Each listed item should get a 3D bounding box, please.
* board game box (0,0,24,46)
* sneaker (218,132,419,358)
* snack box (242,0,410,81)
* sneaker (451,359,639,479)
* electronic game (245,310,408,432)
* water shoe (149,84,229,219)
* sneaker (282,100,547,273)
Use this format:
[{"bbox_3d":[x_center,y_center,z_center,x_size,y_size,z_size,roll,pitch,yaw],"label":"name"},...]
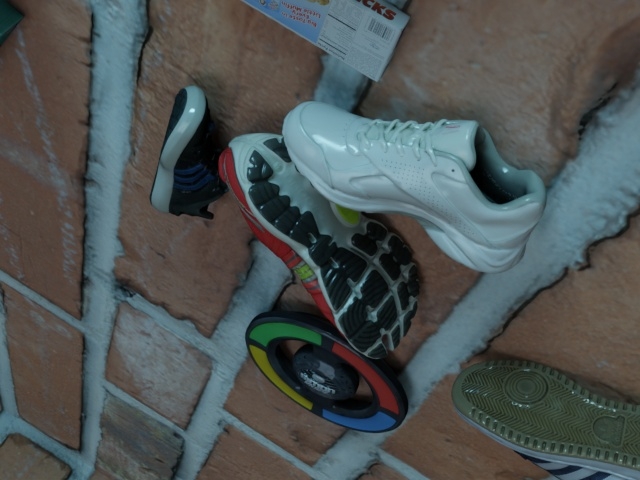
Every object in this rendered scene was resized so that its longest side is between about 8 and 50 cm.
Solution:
[{"bbox_3d":[-0.435,-0.254,0.966,0.210,0.047,0.160,43,131,-15],"label":"board game box"},{"bbox_3d":[0.000,0.000,0.931,0.279,0.107,0.118,55,161,-25],"label":"sneaker"},{"bbox_3d":[-0.018,-0.194,0.728,0.178,0.022,0.064,32,149,3],"label":"snack box"},{"bbox_3d":[0.272,0.224,0.959,0.282,0.099,0.153,14,142,24],"label":"sneaker"},{"bbox_3d":[0.005,0.168,1.172,0.229,0.048,0.229,24,147,17],"label":"electronic game"},{"bbox_3d":[-0.121,-0.087,0.941,0.080,0.073,0.203,15,154,-10],"label":"water shoe"},{"bbox_3d":[0.083,-0.070,0.761,0.232,0.090,0.115,24,141,-1],"label":"sneaker"}]
